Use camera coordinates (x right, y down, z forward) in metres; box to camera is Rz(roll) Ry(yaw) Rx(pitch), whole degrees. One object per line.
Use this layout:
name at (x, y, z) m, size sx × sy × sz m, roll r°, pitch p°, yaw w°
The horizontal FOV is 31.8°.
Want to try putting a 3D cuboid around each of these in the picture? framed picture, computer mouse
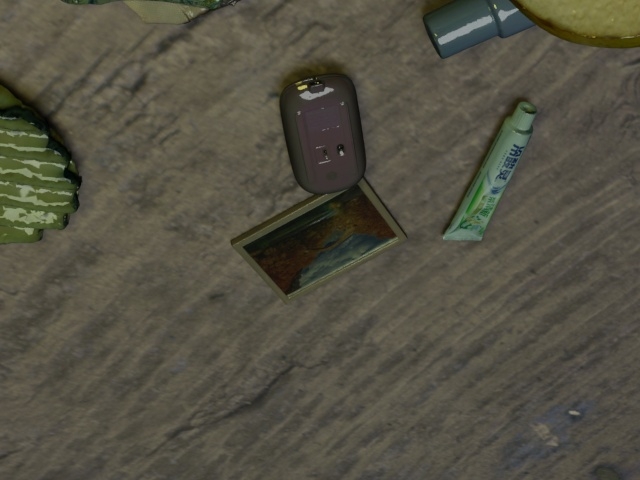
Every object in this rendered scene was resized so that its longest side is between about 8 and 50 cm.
framed picture at (0.000, 0.000, 1.890) m, size 0.250 × 0.016 × 0.184 m, roll -27°, pitch 132°, yaw 12°
computer mouse at (0.005, -0.163, 1.711) m, size 0.120 × 0.057 × 0.232 m, roll -14°, pitch 137°, yaw -1°

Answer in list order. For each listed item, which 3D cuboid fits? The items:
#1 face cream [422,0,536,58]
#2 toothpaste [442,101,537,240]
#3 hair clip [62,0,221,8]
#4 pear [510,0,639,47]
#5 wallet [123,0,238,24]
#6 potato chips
face cream at (0.332, -0.367, 1.584) m, size 0.385 × 0.086 × 0.135 m, roll -24°, pitch 119°, yaw 5°
toothpaste at (0.282, -0.104, 1.845) m, size 0.075 × 0.048 × 0.297 m, roll 2°, pitch 136°, yaw -20°
hair clip at (-0.236, -0.325, 1.447) m, size 0.229 × 0.036 × 0.066 m, roll 6°, pitch 134°, yaw 6°
pear at (0.369, -0.393, 1.439) m, size 0.386 × 0.340 × 0.191 m, roll 19°, pitch 174°, yaw 16°
wallet at (-0.162, -0.414, 1.435) m, size 0.335 × 0.068 × 0.275 m, roll -20°, pitch 130°, yaw 14°
potato chips at (-0.552, -0.115, 1.617) m, size 0.429 × 0.070 × 0.358 m, roll 10°, pitch 132°, yaw -21°
